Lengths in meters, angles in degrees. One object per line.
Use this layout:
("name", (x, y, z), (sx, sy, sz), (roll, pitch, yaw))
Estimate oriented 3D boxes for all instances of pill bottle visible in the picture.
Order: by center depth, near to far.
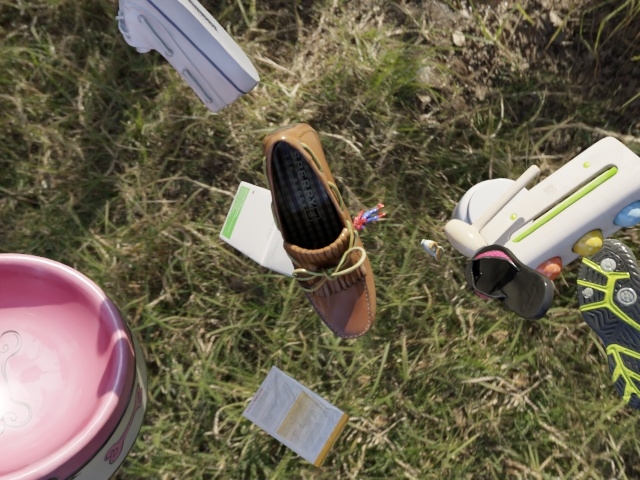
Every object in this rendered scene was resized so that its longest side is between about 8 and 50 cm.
("pill bottle", (0.396, -0.053, 1.290), (0.160, 0.283, 0.160), (0, 87, 8))

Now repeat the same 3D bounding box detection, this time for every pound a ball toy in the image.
("pound a ball toy", (0.395, -0.031, 0.935), (0.319, 0.208, 0.136), (-37, 53, 11))

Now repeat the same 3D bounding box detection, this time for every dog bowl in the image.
("dog bowl", (-0.452, 0.196, 0.786), (0.408, 0.408, 0.150), (48, 144, 15))

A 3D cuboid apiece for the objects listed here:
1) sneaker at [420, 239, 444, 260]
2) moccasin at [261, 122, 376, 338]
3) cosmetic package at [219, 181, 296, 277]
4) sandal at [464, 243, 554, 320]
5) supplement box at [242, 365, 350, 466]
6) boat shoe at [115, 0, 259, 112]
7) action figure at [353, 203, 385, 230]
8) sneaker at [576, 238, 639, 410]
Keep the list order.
("sneaker", (0.272, 0.020, 1.348), (0.037, 0.083, 0.032), (24, 75, 42))
("moccasin", (0.003, -0.001, 0.903), (0.139, 0.147, 0.380), (-10, 110, 9))
("cosmetic package", (-0.136, -0.035, 1.569), (0.365, 0.155, 0.197), (21, 89, 61))
("sandal", (0.202, 0.041, 0.637), (0.040, 0.179, 0.067), (14, 97, -9))
("supplement box", (-0.025, 0.188, 0.597), (0.098, 0.036, 0.062), (30, 77, 16))
("boat shoe", (-0.180, -0.243, 0.609), (0.084, 0.095, 0.258), (-36, 123, 16))
("action figure", (0.103, -0.050, 1.283), (0.030, 0.115, 0.038), (15, 123, 42))
("sneaker", (0.695, 0.187, 1.272), (0.145, 0.147, 0.385), (-15, 83, 35))
